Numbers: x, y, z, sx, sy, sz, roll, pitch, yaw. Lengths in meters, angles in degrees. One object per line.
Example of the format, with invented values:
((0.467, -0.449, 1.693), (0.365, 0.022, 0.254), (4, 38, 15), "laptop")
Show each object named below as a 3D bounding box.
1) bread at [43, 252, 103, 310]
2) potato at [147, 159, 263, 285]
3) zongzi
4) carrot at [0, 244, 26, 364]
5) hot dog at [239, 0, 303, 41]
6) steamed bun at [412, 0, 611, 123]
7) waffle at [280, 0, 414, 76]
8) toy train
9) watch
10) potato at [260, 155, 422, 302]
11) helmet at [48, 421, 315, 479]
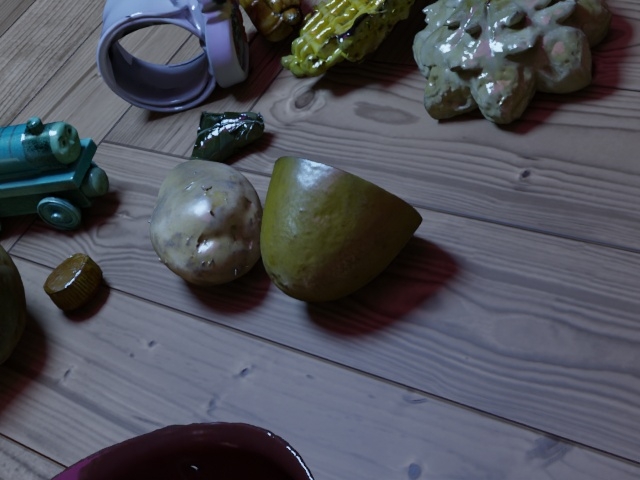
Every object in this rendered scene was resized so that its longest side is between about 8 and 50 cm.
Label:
((-0.346, 0.062, 1.499), (0.085, 0.053, 0.085), (-25, 34, 19), "bread")
((-0.154, -0.036, 1.432), (0.161, 0.128, 0.235), (-13, 40, 12), "potato")
((-0.141, -0.138, 1.580), (0.109, 0.055, 0.119), (2, 63, 28), "zongzi")
((-0.557, 0.065, 1.494), (0.224, 0.224, 0.340), (-47, 38, -17), "carrot")
((-0.080, -0.396, 1.762), (0.102, 0.076, 0.249), (-66, 28, 20), "hot dog")
((0.249, -0.291, 1.449), (0.295, 0.137, 0.292), (-34, 44, -6), "steamed bun")
((0.076, -0.365, 1.609), (0.307, 0.060, 0.312), (-2, 49, 57), "waffle")
((-0.477, -0.107, 1.626), (0.298, 0.194, 0.120), (-6, 47, 23), "toy train")
((-0.242, -0.343, 1.683), (0.231, 0.244, 0.196), (-9, 47, 12), "watch")
((0.000, 0.000, 1.304), (0.203, 0.178, 0.158), (26, 80, 15), "potato")
((-0.113, 0.362, 0.962), (0.384, 0.230, 0.338), (-2, 48, 39), "helmet")
